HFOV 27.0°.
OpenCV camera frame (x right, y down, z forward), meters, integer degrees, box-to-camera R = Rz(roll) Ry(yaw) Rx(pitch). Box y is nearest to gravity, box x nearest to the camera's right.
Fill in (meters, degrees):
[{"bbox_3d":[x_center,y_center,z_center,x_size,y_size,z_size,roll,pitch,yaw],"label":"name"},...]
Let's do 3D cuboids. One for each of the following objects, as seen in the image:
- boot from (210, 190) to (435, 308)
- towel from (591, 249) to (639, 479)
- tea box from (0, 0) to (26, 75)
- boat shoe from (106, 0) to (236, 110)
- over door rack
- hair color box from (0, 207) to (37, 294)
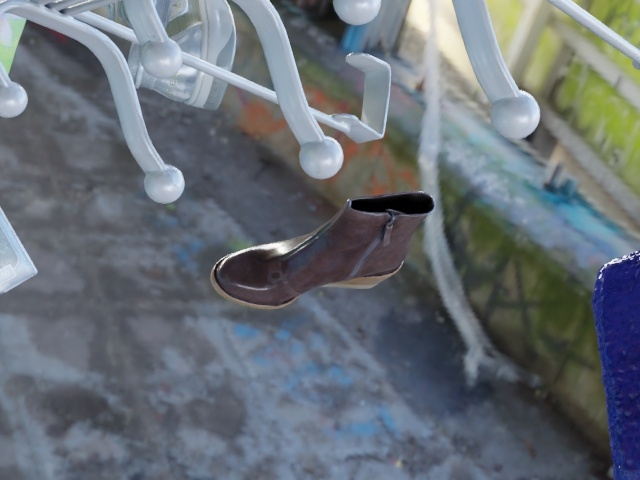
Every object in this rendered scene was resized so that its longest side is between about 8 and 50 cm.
[{"bbox_3d":[0.000,0.000,1.659,0.248,0.207,0.090,-3,62,-21],"label":"boot"},{"bbox_3d":[0.368,0.086,1.010,0.076,0.308,0.228,40,42,-50],"label":"towel"},{"bbox_3d":[-0.506,-0.367,1.591,0.219,0.324,0.329,16,-4,20],"label":"tea box"},{"bbox_3d":[-0.163,-0.235,1.337,0.103,0.118,0.320,7,34,-21],"label":"boat shoe"},{"bbox_3d":[0.025,-0.083,0.684,0.239,0.108,0.324,-7,-5,38],"label":"over door rack"},{"bbox_3d":[-0.443,-0.007,1.426,0.185,0.114,0.374,-31,22,-14],"label":"hair color box"}]
